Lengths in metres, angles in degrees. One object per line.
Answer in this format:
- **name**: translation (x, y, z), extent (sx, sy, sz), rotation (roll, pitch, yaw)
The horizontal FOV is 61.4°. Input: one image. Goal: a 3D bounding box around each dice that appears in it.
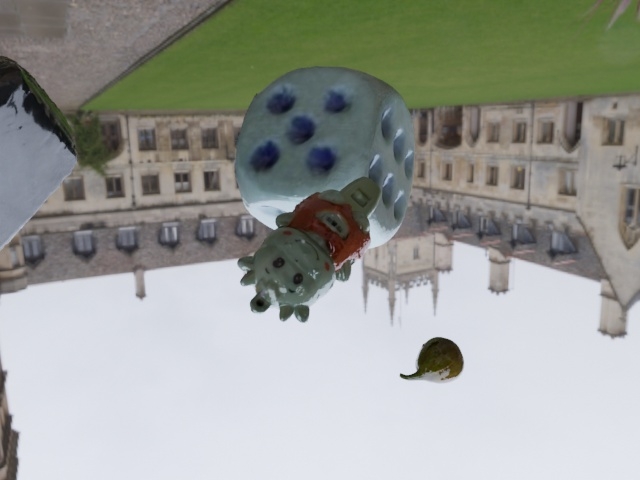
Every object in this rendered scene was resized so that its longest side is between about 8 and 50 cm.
- **dice**: translation (0.019, -0.145, 1.018), extent (0.263, 0.264, 0.268), rotation (8, 163, 25)

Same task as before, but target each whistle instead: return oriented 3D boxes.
- **whistle**: translation (0.000, 0.002, 0.648), extent (0.106, 0.101, 0.253), rotation (-4, -148, 45)

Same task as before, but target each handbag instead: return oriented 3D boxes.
- **handbag**: translation (-0.480, -0.082, 0.607), extent (0.240, 0.340, 0.247), rotation (29, 158, 13)

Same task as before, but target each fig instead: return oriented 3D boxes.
- **fig**: translation (0.185, 0.202, 0.873), extent (0.098, 0.081, 0.084), rotation (-33, -153, -28)
